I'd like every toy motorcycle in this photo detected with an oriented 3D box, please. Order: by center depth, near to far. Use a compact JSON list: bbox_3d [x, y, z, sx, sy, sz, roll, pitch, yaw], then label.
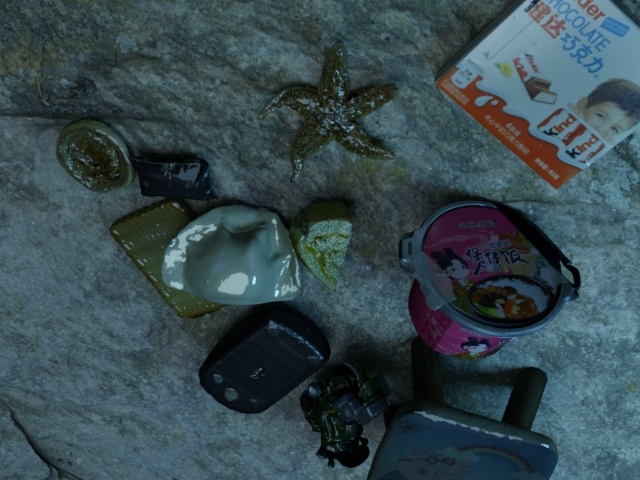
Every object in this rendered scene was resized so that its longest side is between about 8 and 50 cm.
[{"bbox_3d":[0.050,0.350,1.737,0.187,0.125,0.274,54,144,13],"label":"toy motorcycle"}]

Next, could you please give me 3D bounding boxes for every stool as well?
[{"bbox_3d":[0.267,0.372,1.670,0.310,0.226,0.310,16,129,-1],"label":"stool"}]

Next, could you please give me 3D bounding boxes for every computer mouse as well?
[{"bbox_3d":[-0.112,0.228,1.720,0.170,0.100,0.269,39,120,-23],"label":"computer mouse"}]

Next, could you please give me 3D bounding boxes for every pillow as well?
[{"bbox_3d":[-0.256,-0.110,1.527,0.150,0.048,0.090,3,121,12],"label":"pillow"}]

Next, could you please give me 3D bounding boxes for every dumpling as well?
[{"bbox_3d":[-0.157,0.025,1.560,0.252,0.131,0.179,3,105,1],"label":"dumpling"}]

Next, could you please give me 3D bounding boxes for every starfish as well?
[{"bbox_3d":[0.024,-0.196,1.392,0.236,0.062,0.277,19,127,-3],"label":"starfish"}]

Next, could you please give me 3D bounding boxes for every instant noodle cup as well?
[{"bbox_3d":[0.255,0.085,1.459,0.302,0.258,0.181,18,143,-1],"label":"instant noodle cup"}]

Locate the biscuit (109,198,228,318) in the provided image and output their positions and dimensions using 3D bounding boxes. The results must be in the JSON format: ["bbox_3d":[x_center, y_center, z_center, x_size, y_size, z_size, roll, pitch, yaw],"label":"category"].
[{"bbox_3d":[-0.263,0.038,1.654,0.172,0.029,0.254,-20,120,25],"label":"biscuit"}]

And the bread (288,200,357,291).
[{"bbox_3d":[-0.003,0.004,1.522,0.110,0.103,0.156,9,119,-6],"label":"bread"}]

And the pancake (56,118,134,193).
[{"bbox_3d":[-0.397,-0.145,1.545,0.152,0.025,0.151,6,126,9],"label":"pancake"}]

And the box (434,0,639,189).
[{"bbox_3d":[0.357,-0.239,1.293,0.273,0.048,0.265,37,126,-15],"label":"box"}]
